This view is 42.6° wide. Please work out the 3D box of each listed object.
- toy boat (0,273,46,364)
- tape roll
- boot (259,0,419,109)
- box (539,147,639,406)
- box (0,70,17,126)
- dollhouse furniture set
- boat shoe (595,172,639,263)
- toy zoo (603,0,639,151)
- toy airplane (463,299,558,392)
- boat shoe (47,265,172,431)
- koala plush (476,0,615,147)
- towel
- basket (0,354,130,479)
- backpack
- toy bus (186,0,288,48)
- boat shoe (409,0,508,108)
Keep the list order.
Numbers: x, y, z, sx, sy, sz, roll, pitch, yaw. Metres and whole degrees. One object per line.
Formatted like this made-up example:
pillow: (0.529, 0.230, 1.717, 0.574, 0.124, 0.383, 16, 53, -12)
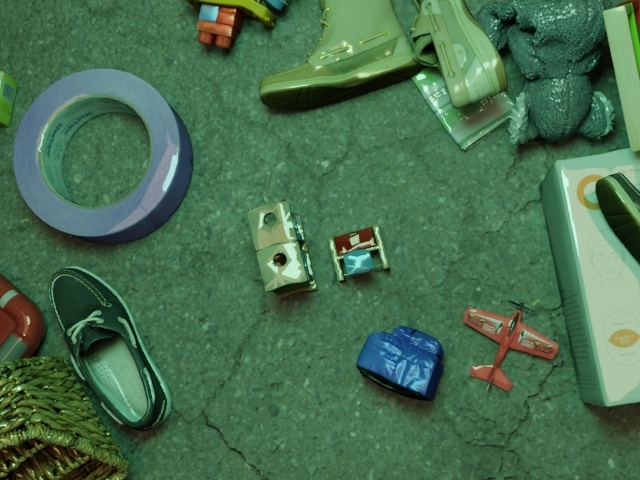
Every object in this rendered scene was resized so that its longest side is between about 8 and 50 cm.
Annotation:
toy boat: (-0.559, 0.116, 1.287, 0.231, 0.151, 0.151, 37, 86, 10)
tape roll: (-0.352, -0.135, 1.338, 0.274, 0.090, 0.275, -1, 81, 7)
boot: (0.008, -0.333, 1.325, 0.261, 0.095, 0.204, -16, 81, -3)
box: (0.464, 0.050, 1.185, 0.214, 0.168, 0.346, -9, 81, 5)
box: (-0.645, -0.252, 1.403, 0.232, 0.058, 0.087, 6, 82, 7)
dollhouse furniture set: (0.000, 0.000, 1.259, 0.183, 0.129, 0.129, -15, 80, 4)
boat shoe: (0.449, -0.002, 1.073, 0.073, 0.080, 0.224, -34, 84, -5)
toy zoo: (0.466, -0.253, 1.192, 0.030, 0.293, 0.192, -9, 104, 30)
toy airplane: (0.282, 0.165, 1.256, 0.151, 0.028, 0.151, -1, 80, 7)
boat shoe: (-0.338, 0.162, 1.287, 0.114, 0.091, 0.302, -41, 79, -1)
koala plush: (0.355, -0.254, 1.245, 0.196, 0.203, 0.221, -4, 102, -10)
towel: (0.233, -0.235, 1.327, 0.113, 0.023, 0.152, -34, 79, -1)
basket: (-0.472, 0.338, 1.192, 0.299, 0.213, 0.223, -36, 78, 10)
backpack: (0.121, 0.181, 1.238, 0.120, 0.098, 0.101, 17, 74, 21)
toy bus: (-0.122, -0.416, 1.341, 0.220, 0.149, 0.212, 10, 95, 5)
boat shoe: (0.183, -0.320, 1.265, 0.098, 0.109, 0.302, -26, 54, 5)
